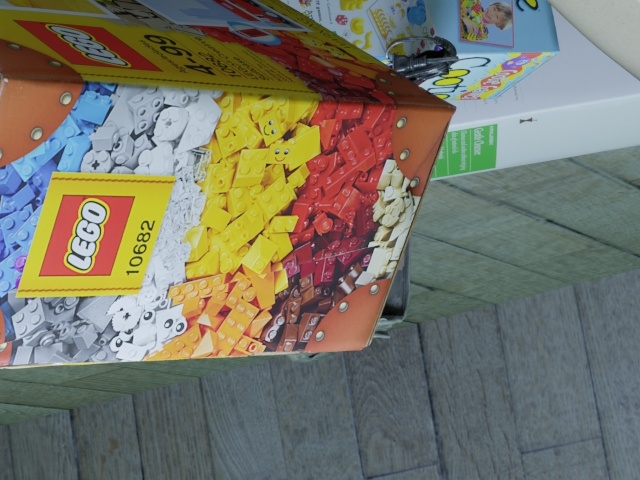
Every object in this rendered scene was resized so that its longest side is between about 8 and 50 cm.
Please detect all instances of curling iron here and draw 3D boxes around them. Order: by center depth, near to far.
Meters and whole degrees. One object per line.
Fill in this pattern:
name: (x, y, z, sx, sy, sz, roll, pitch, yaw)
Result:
curling iron: (0.026, -0.129, 1.823, 0.068, 0.035, 0.274, 6, 159, -37)

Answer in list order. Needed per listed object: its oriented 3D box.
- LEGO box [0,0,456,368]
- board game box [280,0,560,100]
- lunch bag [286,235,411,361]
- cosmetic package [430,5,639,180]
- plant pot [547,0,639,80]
LEGO box: (-0.221, -0.115, 1.359, 0.372, 0.193, 0.500, 0, -154, -44)
board game box: (0.064, -0.216, 1.874, 0.275, 0.144, 0.142, -3, 166, -22)
lunch bag: (0.000, 0.000, 2.448, 0.169, 0.287, 0.235, -2, 166, -29)
cosmetic package: (0.258, -0.184, 2.131, 0.365, 0.155, 0.197, -9, 165, 3)
plant pot: (0.244, -0.276, 1.600, 0.274, 0.257, 0.256, 20, 152, -35)
